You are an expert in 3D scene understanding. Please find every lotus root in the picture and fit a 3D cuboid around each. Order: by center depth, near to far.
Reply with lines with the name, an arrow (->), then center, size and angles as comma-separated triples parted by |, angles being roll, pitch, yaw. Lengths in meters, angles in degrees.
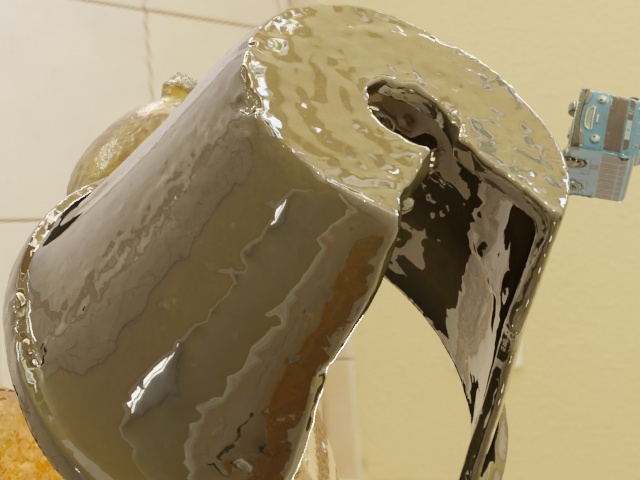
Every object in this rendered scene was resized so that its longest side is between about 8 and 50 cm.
lotus root -> -0.181, -0.073, 1.253 | 0.138, 0.138, 0.214 | 26, 97, -46

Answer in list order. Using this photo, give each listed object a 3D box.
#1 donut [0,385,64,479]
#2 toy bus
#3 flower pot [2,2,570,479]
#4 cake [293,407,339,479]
donut -> -0.389, 0.325, 1.193 | 0.435, 0.164, 0.377 | -46, 111, -42
toy bus -> 0.370, -0.123, 1.595 | 0.184, 0.106, 0.090 | 63, 40, -71
flower pot -> 0.000, 0.000, 0.798 | 0.380, 0.251, 0.379 | 16, 40, -14
cake -> -0.104, 0.371, 1.742 | 0.282, 0.256, 0.290 | -98, 167, -62
